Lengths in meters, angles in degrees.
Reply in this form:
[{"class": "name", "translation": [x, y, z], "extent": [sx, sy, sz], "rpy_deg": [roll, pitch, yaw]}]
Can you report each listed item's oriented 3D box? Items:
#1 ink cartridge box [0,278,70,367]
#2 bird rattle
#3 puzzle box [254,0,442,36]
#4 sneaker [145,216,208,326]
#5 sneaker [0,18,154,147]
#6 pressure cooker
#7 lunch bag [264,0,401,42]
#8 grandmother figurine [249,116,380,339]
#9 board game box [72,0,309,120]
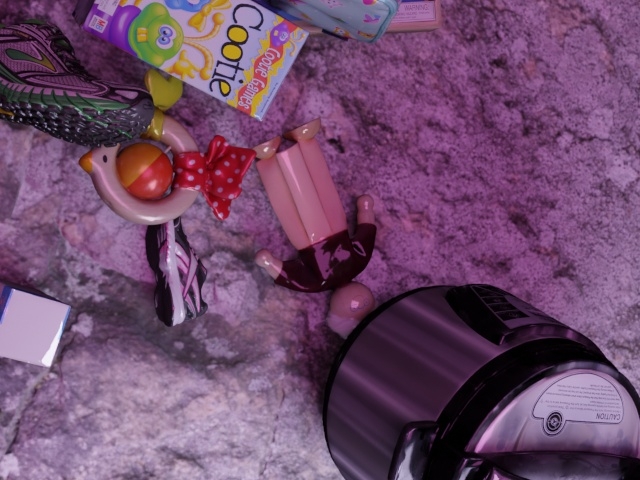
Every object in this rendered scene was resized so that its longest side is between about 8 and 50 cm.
[{"class": "ink cartridge box", "translation": [-0.426, 0.109, 1.464], "extent": [0.090, 0.143, 0.092], "rpy_deg": [20, 87, -33]}, {"class": "bird rattle", "translation": [-0.231, -0.112, 1.507], "extent": [0.207, 0.143, 0.253], "rpy_deg": [-48, 114, -25]}, {"class": "puzzle box", "translation": [-0.018, -0.449, 1.594], "extent": [0.409, 0.052, 0.272], "rpy_deg": [-6, 93, -15]}, {"class": "sneaker", "translation": [-0.209, 0.036, 1.563], "extent": [0.077, 0.072, 0.178], "rpy_deg": [-6, 93, -38]}, {"class": "sneaker", "translation": [-0.365, -0.225, 1.395], "extent": [0.344, 0.134, 0.146], "rpy_deg": [19, 80, 22]}, {"class": "pressure cooker", "translation": [0.248, 0.284, 1.476], "extent": [0.370, 0.420, 0.375], "rpy_deg": [-34, 119, -16]}, {"class": "lunch bag", "translation": [0.002, -0.365, 1.436], "extent": [0.224, 0.279, 0.107], "rpy_deg": [19, 87, -5]}, {"class": "grandmother figurine", "translation": [0.000, 0.000, 1.597], "extent": [0.208, 0.104, 0.342], "rpy_deg": [-25, 96, -5]}, {"class": "board game box", "translation": [-0.181, -0.299, 1.447], "extent": [0.275, 0.144, 0.142], "rpy_deg": [25, 100, -24]}]
